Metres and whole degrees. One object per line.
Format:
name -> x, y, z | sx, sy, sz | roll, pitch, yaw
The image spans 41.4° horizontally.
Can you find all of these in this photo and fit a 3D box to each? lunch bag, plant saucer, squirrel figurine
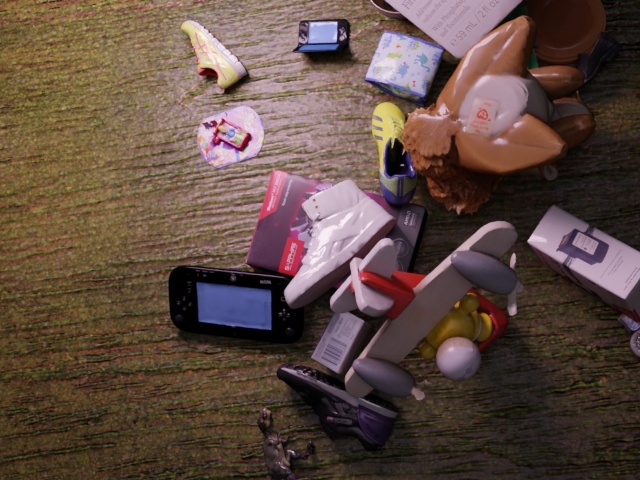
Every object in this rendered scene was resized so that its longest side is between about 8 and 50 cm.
lunch bag -> 0.669, 0.150, 1.771 | 0.083, 0.071, 0.053 | -39, 73, 5
lunch bag -> 0.192, -0.399, 1.946 | 0.151, 0.096, 0.129 | 21, 85, 4
plant saucer -> 0.549, -0.501, 1.927 | 0.199, 0.037, 0.200 | -2, 80, 11
squirrel figurine -> 0.381, -0.228, 1.773 | 0.396, 0.370, 0.281 | -26, 76, 30

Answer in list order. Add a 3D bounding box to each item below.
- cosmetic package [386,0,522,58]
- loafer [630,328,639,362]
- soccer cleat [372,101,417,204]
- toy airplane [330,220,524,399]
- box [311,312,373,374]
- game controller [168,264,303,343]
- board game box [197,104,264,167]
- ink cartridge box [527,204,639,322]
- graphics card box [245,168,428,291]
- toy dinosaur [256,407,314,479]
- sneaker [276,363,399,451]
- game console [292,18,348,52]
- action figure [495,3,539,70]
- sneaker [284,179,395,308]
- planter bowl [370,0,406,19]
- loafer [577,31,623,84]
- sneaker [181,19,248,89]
cosmetic package -> 0.285, -0.669, 1.754 | 0.393, 0.329, 0.327 | 37, 65, -6
loafer -> 0.749, 0.183, 1.753 | 0.251, 0.087, 0.094 | -26, 50, -6
soccer cleat -> 0.168, -0.212, 1.869 | 0.093, 0.121, 0.289 | -2, 55, -1
toy airplane -> 0.216, 0.154, 1.666 | 0.384, 0.386, 0.272 | -21, 53, -8
box -> 0.049, 0.220, 1.841 | 0.072, 0.137, 0.126 | 27, 86, 15
game controller -> -0.191, 0.143, 1.913 | 0.319, 0.067, 0.167 | 5, 120, 12
board game box -> -0.220, -0.253, 2.030 | 0.168, 0.033, 0.133 | -17, 77, 8
ink cartridge box -> 0.560, 0.047, 1.723 | 0.237, 0.172, 0.100 | 36, 89, 36
graphics card box -> 0.036, -0.004, 1.907 | 0.370, 0.094, 0.233 | 16, 83, 12
toy dinosaur -> -0.073, 0.498, 1.858 | 0.118, 0.064, 0.268 | -9, 81, 16
sneaker -> 0.019, 0.367, 1.842 | 0.283, 0.107, 0.124 | 23, 91, 14
game console -> 0.001, -0.486, 2.010 | 0.122, 0.071, 0.107 | 1, 81, 10
action figure -> 0.441, -0.444, 1.910 | 0.137, 0.063, 0.232 | -7, 84, 44
sneaker -> 0.000, 0.000, 1.818 | 0.292, 0.108, 0.169 | -42, 74, -9
planter bowl -> 0.189, -0.583, 1.972 | 0.162, 0.109, 0.162 | -2, 80, 10
loafer -> 0.593, -0.392, 1.883 | 0.170, 0.062, 0.061 | -44, 90, -10
sneaker -> -0.276, -0.449, 2.052 | 0.094, 0.081, 0.208 | -46, 76, 3
